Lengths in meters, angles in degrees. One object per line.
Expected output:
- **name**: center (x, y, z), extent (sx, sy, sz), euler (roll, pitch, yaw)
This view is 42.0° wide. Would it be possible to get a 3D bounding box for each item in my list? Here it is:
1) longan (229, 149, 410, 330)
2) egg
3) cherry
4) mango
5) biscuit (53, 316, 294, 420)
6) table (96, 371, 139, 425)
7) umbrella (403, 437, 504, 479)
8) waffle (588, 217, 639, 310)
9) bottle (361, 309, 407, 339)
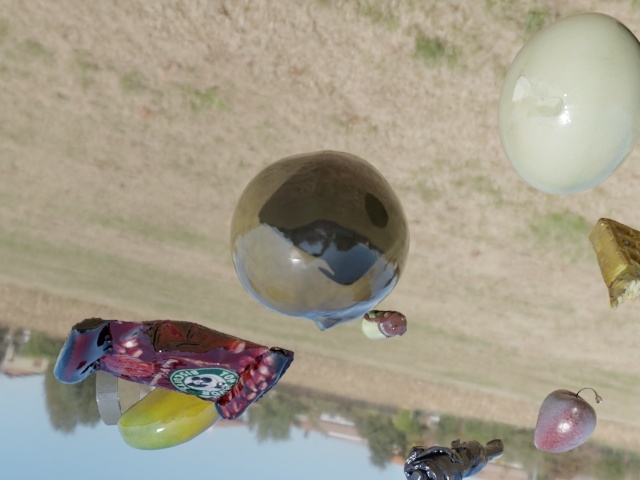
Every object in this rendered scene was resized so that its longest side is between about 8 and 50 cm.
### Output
- **longan**: center (0.000, 0.000, 1.383), extent (0.319, 0.319, 0.319), euler (11, 170, 2)
- **egg**: center (0.374, -0.200, 1.235), extent (0.219, 0.269, 0.219), euler (6, -164, -2)
- **cherry**: center (0.500, 0.373, 1.692), extent (0.148, 0.115, 0.188), euler (-27, -177, 4)
- **mango**: center (-0.226, 0.263, 1.304), extent (0.194, 0.092, 0.130), euler (-23, -155, 7)
- **biscuit**: center (-0.162, 0.133, 0.897), extent (0.235, 0.063, 0.151), euler (17, 148, -22)
- **table**: center (-0.371, 0.271, 1.533), extent (0.043, 0.133, 0.133), euler (-5, 168, 3)
- **umbrella**: center (0.216, 0.329, 1.258), extent (0.071, 0.071, 0.248), euler (1, 178, 44)
- **waffle**: center (0.300, 0.039, 0.729), extent (0.125, 0.032, 0.191), euler (25, -157, 0)
- **bottle**: center (0.102, 0.126, 1.273), extent (0.063, 0.047, 0.101), euler (-15, 177, -21)
